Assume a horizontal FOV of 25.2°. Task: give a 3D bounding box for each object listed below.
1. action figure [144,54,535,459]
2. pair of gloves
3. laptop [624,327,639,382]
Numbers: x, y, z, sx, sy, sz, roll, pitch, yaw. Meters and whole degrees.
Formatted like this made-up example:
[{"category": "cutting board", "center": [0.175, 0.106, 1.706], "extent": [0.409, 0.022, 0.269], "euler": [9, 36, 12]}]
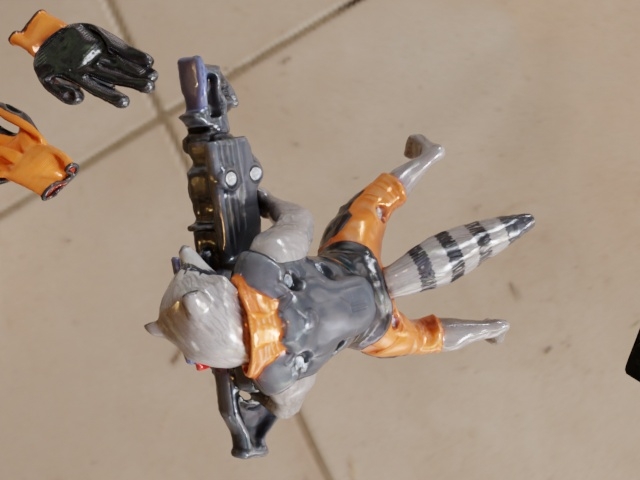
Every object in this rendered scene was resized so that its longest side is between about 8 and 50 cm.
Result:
[{"category": "action figure", "center": [0.000, 0.000, 1.183], "extent": [0.178, 0.330, 0.341], "euler": [0, 107, 52]}, {"category": "pair of gloves", "center": [-0.106, -0.052, 0.545], "extent": [0.074, 0.010, 0.083], "euler": [25, 61, 29]}, {"category": "laptop", "center": [0.382, 0.024, 1.000], "extent": [0.234, 0.137, 0.264], "euler": [32, 68, 32]}]
